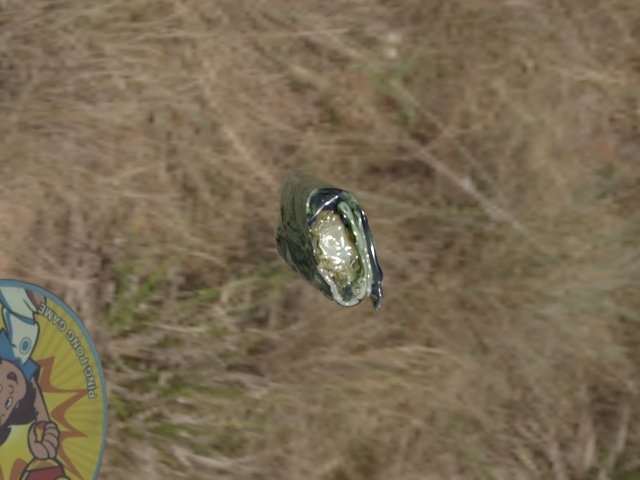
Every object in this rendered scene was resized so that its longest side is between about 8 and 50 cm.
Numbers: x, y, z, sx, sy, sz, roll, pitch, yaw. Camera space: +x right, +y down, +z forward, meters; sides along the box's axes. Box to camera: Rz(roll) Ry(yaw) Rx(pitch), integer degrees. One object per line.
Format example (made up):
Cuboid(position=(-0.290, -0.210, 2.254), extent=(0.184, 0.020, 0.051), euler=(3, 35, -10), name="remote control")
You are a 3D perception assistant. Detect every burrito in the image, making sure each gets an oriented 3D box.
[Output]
Cuboid(position=(-0.001, -0.003, 1.038), extent=(0.044, 0.118, 0.074), euler=(-22, 106, -13), name="burrito")

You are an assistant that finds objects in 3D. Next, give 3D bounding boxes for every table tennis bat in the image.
Cuboid(position=(-0.269, 0.182, 1.361), extent=(0.215, 0.044, 0.329), euler=(41, 62, -35), name="table tennis bat")
